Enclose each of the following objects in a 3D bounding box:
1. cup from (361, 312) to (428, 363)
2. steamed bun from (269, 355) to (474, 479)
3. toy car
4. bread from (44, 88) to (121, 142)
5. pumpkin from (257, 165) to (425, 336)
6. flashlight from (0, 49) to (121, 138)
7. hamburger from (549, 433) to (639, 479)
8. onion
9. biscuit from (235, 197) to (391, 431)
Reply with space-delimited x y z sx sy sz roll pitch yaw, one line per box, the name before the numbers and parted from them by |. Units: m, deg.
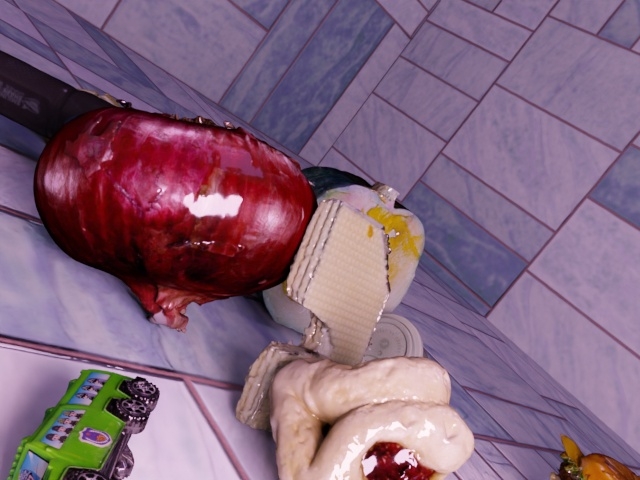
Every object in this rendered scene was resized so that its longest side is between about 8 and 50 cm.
cup | 0.119 0.190 1.066 0.120 0.120 0.141 44 -1 37
steamed bun | 0.053 0.174 0.596 0.141 0.155 0.172 50 18 -38
toy car | -0.152 0.140 0.415 0.063 0.071 0.165 21 11 -6
bread | -0.391 -0.193 1.082 0.156 0.064 0.117 6 45 -43
pumpkin | 0.000 0.000 1.076 0.293 0.263 0.197 29 6 -43
flashlight | -0.355 -0.177 0.914 0.424 0.103 0.103 27 10 0
hamburger | 0.436 0.423 0.978 0.262 0.138 0.243 35 11 -12
onion | -0.158 -0.023 0.725 0.314 0.232 0.314 11 -13 3
biscuit | 0.004 0.089 0.711 0.046 0.249 0.147 20 -3 40
